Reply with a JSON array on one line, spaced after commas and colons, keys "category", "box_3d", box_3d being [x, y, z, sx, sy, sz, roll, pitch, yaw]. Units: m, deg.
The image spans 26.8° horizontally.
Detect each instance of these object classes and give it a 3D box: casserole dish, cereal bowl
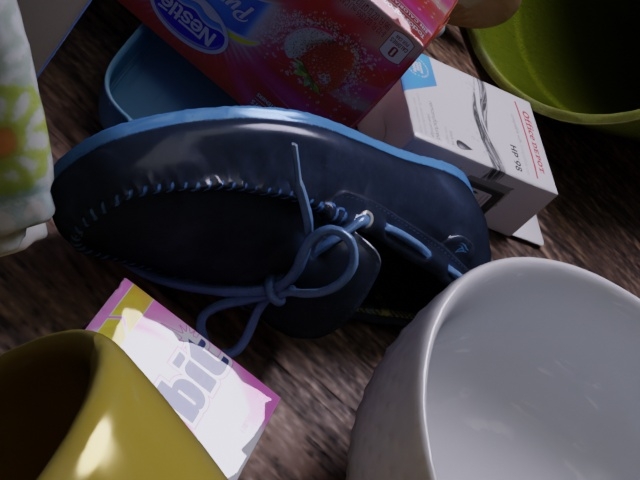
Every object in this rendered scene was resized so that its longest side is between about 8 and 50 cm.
[{"category": "casserole dish", "box_3d": [-0.085, -0.097, 0.905, 0.114, 0.037, 0.188, 38, 38, -10]}, {"category": "cereal bowl", "box_3d": [0.146, 0.184, 0.770, 0.339, 0.141, 0.339, 25, 42, -24]}]

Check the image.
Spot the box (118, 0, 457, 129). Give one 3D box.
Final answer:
[{"category": "box", "box_3d": [-0.046, -0.191, 0.893, 0.257, 0.128, 0.123, 40, 37, -5]}]

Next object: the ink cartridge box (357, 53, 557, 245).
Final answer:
[{"category": "ink cartridge box", "box_3d": [0.117, -0.073, 1.052, 0.180, 0.060, 0.104, 19, 44, -31]}]

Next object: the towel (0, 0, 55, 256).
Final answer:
[{"category": "towel", "box_3d": [-0.287, -0.129, 0.474, 0.320, 0.090, 0.375, -17, 105, -18]}]

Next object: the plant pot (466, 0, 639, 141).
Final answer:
[{"category": "plant pot", "box_3d": [0.379, -0.224, 1.246, 0.353, 0.366, 0.366, 22, 41, -45]}]

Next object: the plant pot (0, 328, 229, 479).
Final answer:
[{"category": "plant pot", "box_3d": [-0.099, 0.200, 0.462, 0.239, 0.254, 0.254, 53, 34, -17]}]

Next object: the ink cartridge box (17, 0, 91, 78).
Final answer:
[{"category": "ink cartridge box", "box_3d": [-0.186, -0.251, 0.654, 0.270, 0.395, 0.151, 30, 39, -20]}]

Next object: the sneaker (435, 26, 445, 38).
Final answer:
[{"category": "sneaker", "box_3d": [0.067, -0.163, 1.113, 0.098, 0.038, 0.069, 4, 54, -29]}]

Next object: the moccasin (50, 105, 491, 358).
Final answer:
[{"category": "moccasin", "box_3d": [0.000, 0.000, 0.812, 0.342, 0.137, 0.117, 4, 62, -41]}]

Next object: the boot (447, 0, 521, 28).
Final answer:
[{"category": "boot", "box_3d": [0.059, -0.326, 1.201, 0.295, 0.104, 0.211, 29, 40, -14]}]

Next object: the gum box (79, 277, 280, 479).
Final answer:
[{"category": "gum box", "box_3d": [-0.103, 0.112, 0.668, 0.107, 0.062, 0.188, 40, 37, -7]}]
